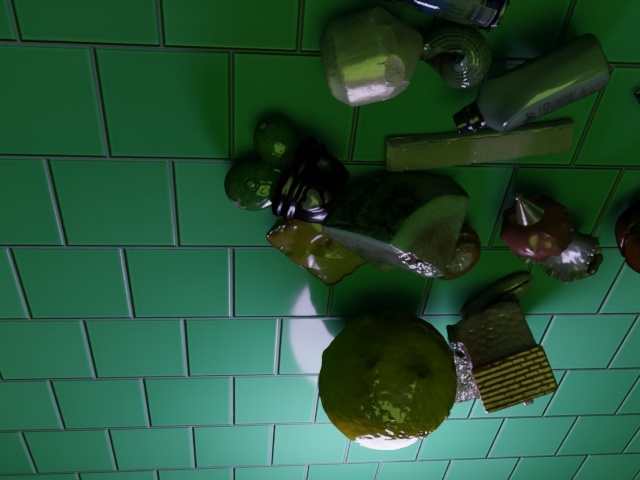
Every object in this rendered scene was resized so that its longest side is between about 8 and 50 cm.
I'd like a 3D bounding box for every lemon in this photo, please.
[{"bbox_3d":[0.162,0.350,1.739,0.349,0.350,0.387,14,159,-19],"label":"lemon"}]

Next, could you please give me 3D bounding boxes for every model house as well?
[{"bbox_3d":[0.457,0.315,1.756,0.202,0.238,0.237,-20,154,3],"label":"model house"}]

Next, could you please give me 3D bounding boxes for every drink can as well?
[{"bbox_3d":[0.199,-0.433,1.174,0.235,0.097,0.097,11,131,-15],"label":"drink can"}]

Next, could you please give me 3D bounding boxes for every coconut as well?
[{"bbox_3d":[0.094,-0.324,1.220,0.182,0.171,0.171,-12,133,8],"label":"coconut"}]

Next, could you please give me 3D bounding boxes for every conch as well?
[{"bbox_3d":[0.246,-0.344,1.256,0.135,0.102,0.153,20,169,15],"label":"conch"}]

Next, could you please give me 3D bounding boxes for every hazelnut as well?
[{"bbox_3d":[0.783,-0.003,1.594,0.208,0.208,0.208,-3,133,-4],"label":"hazelnut"}]

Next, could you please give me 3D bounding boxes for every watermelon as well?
[{"bbox_3d":[0.168,-0.029,1.477,0.310,0.193,0.232,-18,102,-30],"label":"watermelon"}]

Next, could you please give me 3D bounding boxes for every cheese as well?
[{"bbox_3d":[0.335,-0.198,1.449,0.400,0.034,0.085,-5,133,-1],"label":"cheese"}]

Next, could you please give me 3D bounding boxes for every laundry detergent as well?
[{"bbox_3d":[0.386,-0.274,1.293,0.280,0.215,0.105,-25,88,17],"label":"laundry detergent"}]

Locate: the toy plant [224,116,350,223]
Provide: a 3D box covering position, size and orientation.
[{"bbox_3d":[-0.070,-0.129,1.390,0.235,0.175,0.218,28,121,5],"label":"toy plant"}]

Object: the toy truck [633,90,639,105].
[{"bbox_3d":[0.750,-0.297,1.362,0.216,0.110,0.116,-28,142,18],"label":"toy truck"}]

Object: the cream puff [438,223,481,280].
[{"bbox_3d":[0.305,0.019,1.601,0.126,0.103,0.144,5,134,-29],"label":"cream puff"}]

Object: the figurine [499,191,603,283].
[{"bbox_3d":[0.508,-0.023,1.558,0.207,0.166,0.387,0,155,47],"label":"figurine"}]

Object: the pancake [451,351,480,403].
[{"bbox_3d":[0.406,0.401,2.012,0.253,0.037,0.254,-3,134,-3],"label":"pancake"}]

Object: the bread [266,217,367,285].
[{"bbox_3d":[0.000,0.000,1.555,0.160,0.088,0.233,-38,129,21],"label":"bread"}]

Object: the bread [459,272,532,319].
[{"bbox_3d":[0.454,0.153,1.777,0.214,0.053,0.073,-37,122,26],"label":"bread"}]
